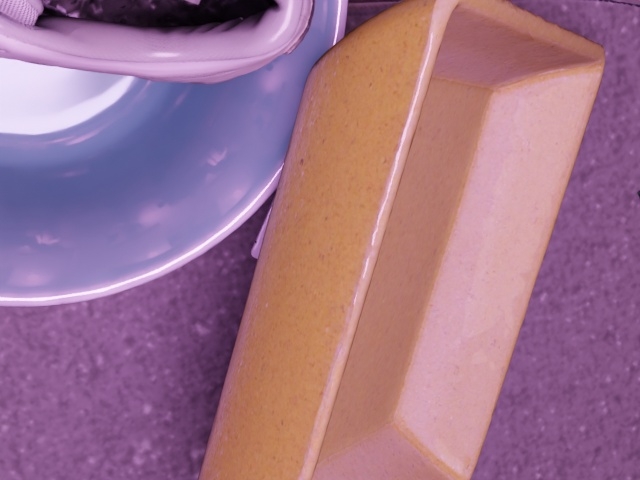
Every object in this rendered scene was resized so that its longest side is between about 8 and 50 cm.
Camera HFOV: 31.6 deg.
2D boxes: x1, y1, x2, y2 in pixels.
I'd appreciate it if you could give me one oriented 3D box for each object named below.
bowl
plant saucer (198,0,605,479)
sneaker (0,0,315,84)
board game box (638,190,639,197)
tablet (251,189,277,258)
[{"bbox_3d":[-0.157,-0.134,0.600,0.312,0.163,0.311,-3,102,-17],"label":"bowl"},{"bbox_3d":[0.047,0.027,0.651,0.081,0.333,0.332,21,102,22],"label":"plant saucer"},{"bbox_3d":[-0.156,-0.135,0.441,0.331,0.146,0.122,8,100,-16],"label":"sneaker"},{"bbox_3d":[0.346,0.044,0.860,0.136,0.030,0.259,-31,108,-11],"label":"board game box"},{"bbox_3d":[0.000,0.000,0.757,0.083,0.006,0.054,22,94,-19],"label":"tablet"}]
